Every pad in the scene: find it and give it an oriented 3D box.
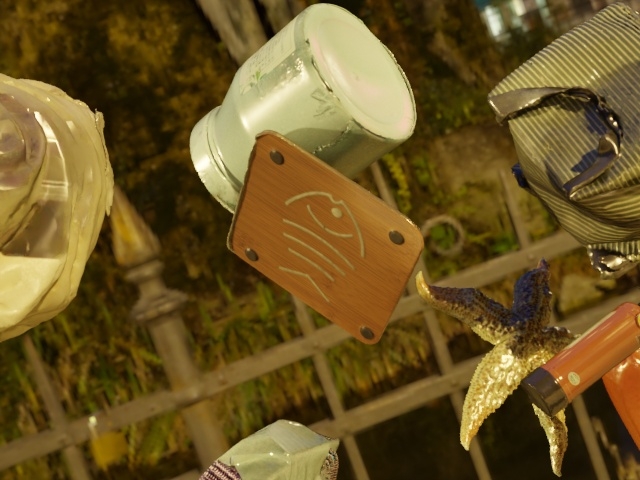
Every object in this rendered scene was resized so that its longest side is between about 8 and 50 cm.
[{"bbox_3d":[0.000,0.000,1.616,0.018,0.286,0.284,-47,-15,-39],"label":"pad"}]

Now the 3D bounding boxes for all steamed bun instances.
[{"bbox_3d":[-0.390,-0.061,1.221,0.394,0.346,0.237,-47,8,-29],"label":"steamed bun"}]

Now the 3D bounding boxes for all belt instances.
[{"bbox_3d":[-0.099,0.422,1.787,0.122,0.260,0.324,31,16,29],"label":"belt"}]

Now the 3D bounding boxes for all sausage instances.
[{"bbox_3d":[0.466,0.268,1.455,0.094,0.348,0.097,-35,9,10],"label":"sausage"}]

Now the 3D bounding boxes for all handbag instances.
[{"bbox_3d":[0.392,-0.131,1.495,0.240,0.247,0.341,-29,46,-2],"label":"handbag"}]

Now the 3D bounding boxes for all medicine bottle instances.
[{"bbox_3d":[-0.036,-0.179,1.689,0.290,0.245,0.245,-35,-1,33],"label":"medicine bottle"}]

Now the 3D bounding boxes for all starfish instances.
[{"bbox_3d":[0.320,0.174,1.685,0.347,0.358,0.078,-10,-26,-35],"label":"starfish"}]

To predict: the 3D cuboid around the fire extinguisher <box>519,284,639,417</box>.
[{"bbox_3d":[0.282,0.104,1.116,0.177,0.062,0.050,-37,22,-9],"label":"fire extinguisher"}]
